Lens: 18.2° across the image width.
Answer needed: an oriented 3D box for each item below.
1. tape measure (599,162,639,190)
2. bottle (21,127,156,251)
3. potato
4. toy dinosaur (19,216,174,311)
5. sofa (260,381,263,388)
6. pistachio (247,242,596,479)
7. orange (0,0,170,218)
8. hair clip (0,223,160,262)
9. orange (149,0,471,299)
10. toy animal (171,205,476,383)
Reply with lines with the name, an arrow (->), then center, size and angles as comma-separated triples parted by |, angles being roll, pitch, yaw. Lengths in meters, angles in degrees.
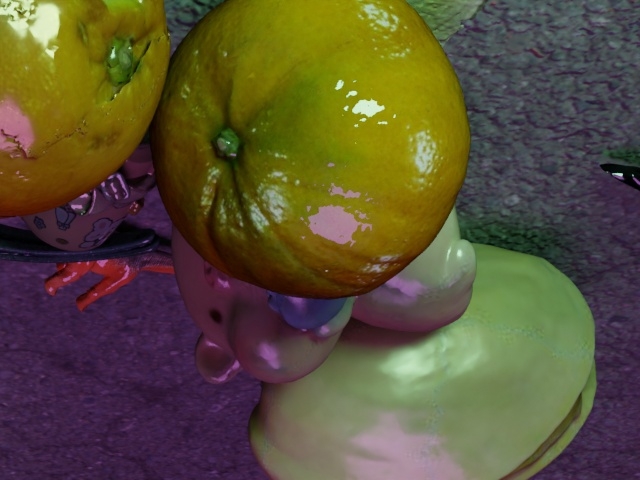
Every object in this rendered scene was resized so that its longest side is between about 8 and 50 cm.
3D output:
tape measure -> 0.355, 0.040, 1.775 | 0.351, 0.098, 0.215 | 14, 145, -21
bottle -> -0.174, -0.063, 1.576 | 0.099, 0.099, 0.152 | 16, 143, -27
potato -> 0.077, -0.189, 1.411 | 0.086, 0.061, 0.122 | 8, 149, -19
toy dinosaur -> -0.186, 0.022, 1.754 | 0.101, 0.055, 0.279 | -29, 140, 29
sofa -> 0.043, 0.221, 1.978 | 0.210, 0.176, 0.225 | 0, 149, -3
pistachio -> 0.089, 0.127, 1.771 | 0.321, 0.238, 0.229 | -22, 155, -5
orange -> -0.216, -0.132, 1.317 | 0.240, 0.240, 0.240 | -1, 149, -1
hair clip -> -0.245, -0.005, 1.674 | 0.229, 0.039, 0.070 | 7, 130, 5
orange -> -0.015, -0.070, 1.369 | 0.171, 0.240, 0.240 | -13, 165, -47
toy animal -> 0.005, -0.003, 1.603 | 0.221, 0.210, 0.229 | -16, -173, -31
